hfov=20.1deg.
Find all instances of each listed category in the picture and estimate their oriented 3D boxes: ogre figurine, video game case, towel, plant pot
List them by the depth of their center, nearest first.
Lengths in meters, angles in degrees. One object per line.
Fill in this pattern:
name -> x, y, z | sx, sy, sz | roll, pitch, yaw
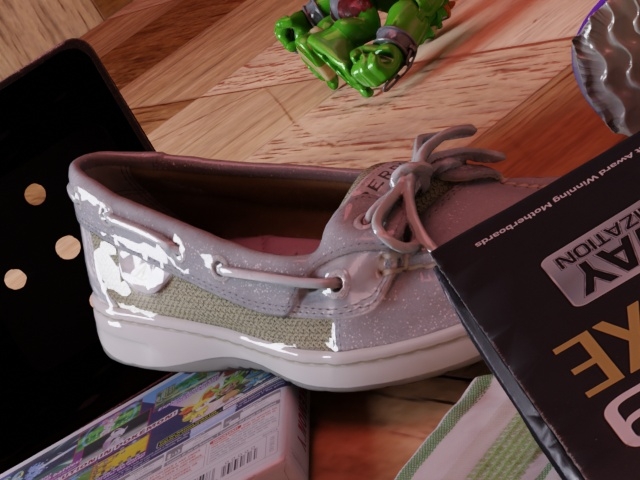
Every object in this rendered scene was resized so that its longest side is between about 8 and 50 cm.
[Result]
towel -> 0.085, 0.084, 0.639 | 0.152, 0.023, 0.113 | -9, 29, 50
video game case -> -0.094, 0.120, 0.862 | 0.201, 0.023, 0.183 | -30, 16, 10
plant pot -> -0.159, 0.009, 1.059 | 0.188, 0.187, 0.167 | -31, 4, 3
ogre figurine -> 0.040, -0.176, 1.381 | 0.118, 0.097, 0.197 | -45, 5, -4

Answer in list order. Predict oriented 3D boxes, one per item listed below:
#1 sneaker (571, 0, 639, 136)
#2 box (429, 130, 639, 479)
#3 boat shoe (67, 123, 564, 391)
sneaker -> 0.259, -0.130, 0.833 | 0.293, 0.102, 0.146 | -23, 13, 15
box -> 0.204, -0.004, 0.523 | 0.307, 0.076, 0.242 | -31, 22, 2
boat shoe -> 0.001, -0.001, 0.843 | 0.320, 0.103, 0.118 | -1, 24, 45
